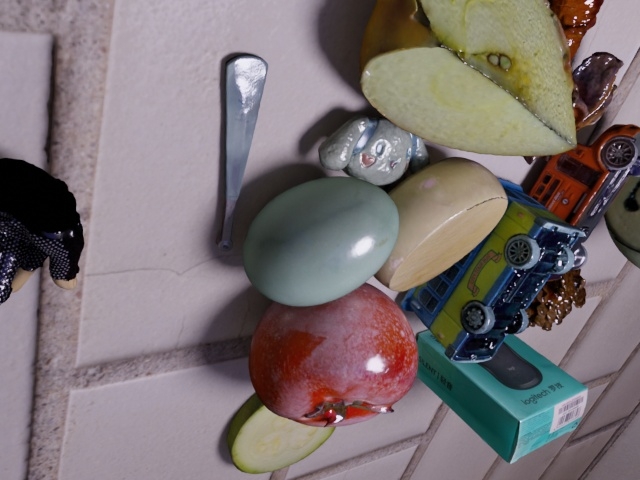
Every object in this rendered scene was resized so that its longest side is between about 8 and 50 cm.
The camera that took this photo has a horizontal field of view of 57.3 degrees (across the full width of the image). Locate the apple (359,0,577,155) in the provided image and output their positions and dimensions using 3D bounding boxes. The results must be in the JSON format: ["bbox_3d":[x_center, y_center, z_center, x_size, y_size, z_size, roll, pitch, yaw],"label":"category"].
[{"bbox_3d":[0.202,-0.234,0.769,0.346,0.179,0.254,20,120,-33],"label":"apple"}]

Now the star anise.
[{"bbox_3d":[0.409,-0.226,0.990,0.220,0.099,0.214,-8,138,-58],"label":"star anise"}]

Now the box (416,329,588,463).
[{"bbox_3d":[0.365,0.292,1.237,0.205,0.311,0.118,-11,121,-28],"label":"box"}]

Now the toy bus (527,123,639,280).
[{"bbox_3d":[0.487,-0.082,1.126,0.143,0.153,0.329,-1,124,-48],"label":"toy bus"}]

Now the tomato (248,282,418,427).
[{"bbox_3d":[0.020,0.176,0.948,0.270,0.227,0.270,-6,145,-5],"label":"tomato"}]

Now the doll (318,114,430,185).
[{"bbox_3d":[0.085,-0.131,0.855,0.214,0.071,0.104,3,112,-39],"label":"doll"}]

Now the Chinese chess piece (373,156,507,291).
[{"bbox_3d":[0.181,-0.024,0.949,0.250,0.097,0.251,-28,156,-14],"label":"Chinese chess piece"}]

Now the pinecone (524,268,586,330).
[{"bbox_3d":[0.500,0.111,1.304,0.179,0.150,0.195,14,115,-43],"label":"pinecone"}]

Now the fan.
[{"bbox_3d":[-0.116,-0.103,0.767,0.057,0.023,0.282,-8,127,-34],"label":"fan"}]

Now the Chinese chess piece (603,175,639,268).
[{"bbox_3d":[0.761,-0.084,1.189,0.146,0.349,0.349,31,103,-32],"label":"Chinese chess piece"}]

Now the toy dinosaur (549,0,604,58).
[{"bbox_3d":[0.375,-0.399,0.826,0.208,0.097,0.432,-22,141,-42],"label":"toy dinosaur"}]

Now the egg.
[{"bbox_3d":[0.000,0.000,0.820,0.230,0.168,0.168,-25,138,8],"label":"egg"}]

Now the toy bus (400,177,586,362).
[{"bbox_3d":[0.312,0.059,1.091,0.152,0.190,0.312,8,119,-41],"label":"toy bus"}]

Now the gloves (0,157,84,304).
[{"bbox_3d":[-0.335,-0.001,0.651,0.129,0.106,0.180,1,152,-36],"label":"gloves"}]

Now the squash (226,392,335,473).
[{"bbox_3d":[-0.070,0.363,1.176,0.252,0.049,0.252,-18,131,-22],"label":"squash"}]
